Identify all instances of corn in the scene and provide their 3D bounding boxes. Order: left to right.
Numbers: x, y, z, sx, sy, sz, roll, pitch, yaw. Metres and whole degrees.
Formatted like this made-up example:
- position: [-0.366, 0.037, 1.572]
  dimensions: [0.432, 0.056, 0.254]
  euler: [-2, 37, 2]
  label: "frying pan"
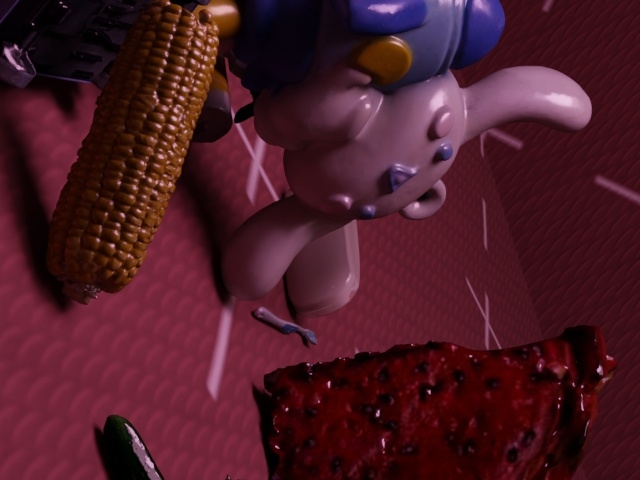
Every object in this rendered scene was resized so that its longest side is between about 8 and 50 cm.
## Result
- position: [-0.139, -0.066, 1.290]
  dimensions: [0.238, 0.080, 0.080]
  euler: [-70, 160, -1]
  label: "corn"

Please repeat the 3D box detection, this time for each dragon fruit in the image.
- position: [0.140, 0.235, 1.621]
  dimensions: [0.228, 0.329, 0.286]
  euler: [60, 16, -55]
  label: "dragon fruit"

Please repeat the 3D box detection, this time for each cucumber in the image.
- position: [-0.117, 0.212, 1.272]
  dimensions: [0.033, 0.036, 0.184]
  euler: [-7, 76, -83]
  label: "cucumber"

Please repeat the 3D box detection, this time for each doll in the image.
- position: [0.035, -0.148, 1.568]
  dimensions: [0.187, 0.376, 0.365]
  euler: [30, -26, 48]
  label: "doll"

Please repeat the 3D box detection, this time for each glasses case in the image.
- position: [0.000, 0.000, 1.879]
  dimensions: [0.051, 0.081, 0.204]
  euler: [55, 23, -39]
  label: "glasses case"

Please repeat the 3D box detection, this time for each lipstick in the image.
- position: [-0.129, -0.216, 1.740]
  dimensions: [0.059, 0.059, 0.264]
  euler: [50, 23, -52]
  label: "lipstick"

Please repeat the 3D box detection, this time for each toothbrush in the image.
- position: [-0.036, 0.085, 1.772]
  dimensions: [0.017, 0.014, 0.162]
  euler: [56, 9, 24]
  label: "toothbrush"

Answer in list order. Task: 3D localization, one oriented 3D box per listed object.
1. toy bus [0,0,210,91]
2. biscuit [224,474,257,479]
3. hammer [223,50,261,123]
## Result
- position: [-0.195, -0.196, 1.328]
  dimensions: [0.133, 0.125, 0.292]
  euler: [44, 12, 11]
  label: "toy bus"
- position: [-0.068, 0.254, 1.410]
  dimensions: [0.206, 0.025, 0.126]
  euler: [-2, 72, -74]
  label: "biscuit"
- position: [-0.165, -0.239, 1.560]
  dimensions: [0.427, 0.044, 0.152]
  euler: [33, 39, -49]
  label: "hammer"
